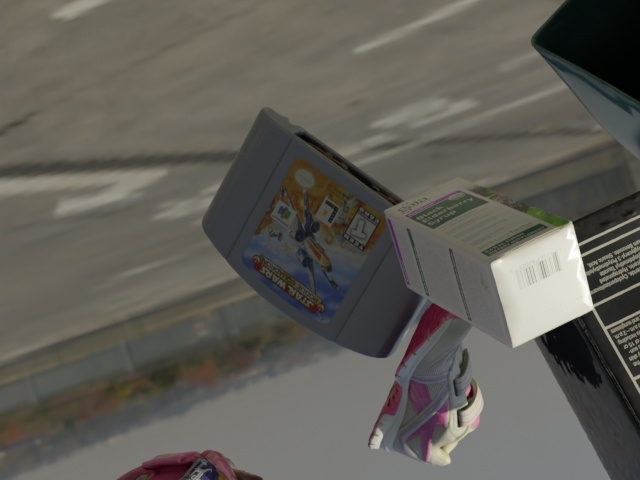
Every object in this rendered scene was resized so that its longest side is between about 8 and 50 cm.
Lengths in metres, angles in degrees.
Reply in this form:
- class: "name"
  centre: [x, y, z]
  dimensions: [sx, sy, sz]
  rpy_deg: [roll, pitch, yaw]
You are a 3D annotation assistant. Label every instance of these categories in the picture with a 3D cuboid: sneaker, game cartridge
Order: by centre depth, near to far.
- class: "sneaker"
  centre: [0.143, 0.168, 1.686]
  dimensions: [0.103, 0.111, 0.252]
  rpy_deg: [-60, 171, -45]
- class: "game cartridge"
  centre: [0.000, 0.000, 1.743]
  dimensions: [0.198, 0.297, 0.062]
  rpy_deg: [-59, 161, 16]

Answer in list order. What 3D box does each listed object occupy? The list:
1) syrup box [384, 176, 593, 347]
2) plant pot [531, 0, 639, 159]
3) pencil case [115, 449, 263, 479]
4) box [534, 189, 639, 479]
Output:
- class: "syrup box"
  centre: [0.159, 0.016, 1.418]
  dimensions: [0.093, 0.096, 0.237]
  rpy_deg: [-24, -159, -15]
- class: "plant pot"
  centre: [0.321, -0.119, 1.152]
  dimensions: [0.166, 0.234, 0.165]
  rpy_deg: [-47, -138, -1]
- class: "pencil case"
  centre: [-0.021, 0.329, 1.082]
  dimensions: [0.167, 0.386, 0.160]
  rpy_deg: [-40, -165, 3]
- class: "box"
  centre: [0.401, 0.093, 1.527]
  dimensions: [0.296, 0.294, 0.183]
  rpy_deg: [-24, 163, -11]
